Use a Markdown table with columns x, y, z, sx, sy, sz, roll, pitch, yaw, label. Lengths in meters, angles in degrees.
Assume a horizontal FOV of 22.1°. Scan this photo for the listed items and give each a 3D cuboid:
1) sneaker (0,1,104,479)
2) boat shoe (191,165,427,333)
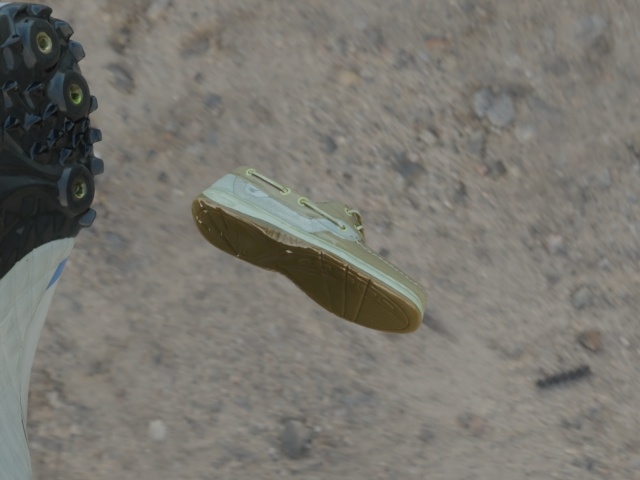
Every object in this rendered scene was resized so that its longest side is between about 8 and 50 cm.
| x | y | z | sx | sy | sz | roll | pitch | yaw | label |
| --- | --- | --- | --- | --- | --- | --- | --- | --- | --- |
| -0.143 | 0.025 | 0.621 | 0.086 | 0.085 | 0.237 | 16 | 99 | 36 | sneaker |
| 0.000 | 0.000 | 0.839 | 0.135 | 0.050 | 0.045 | 29 | 56 | 14 | boat shoe |
